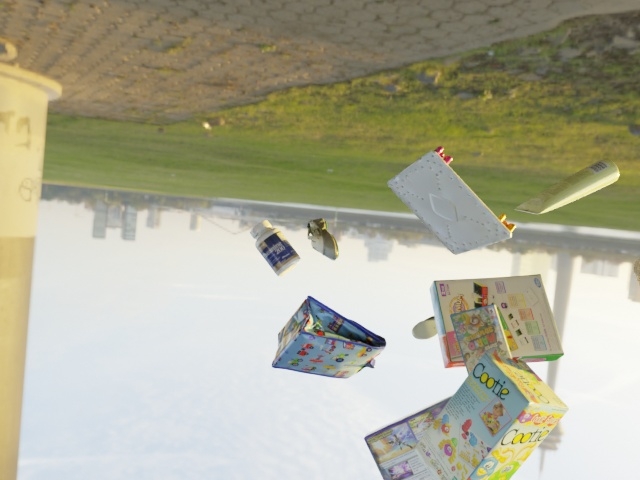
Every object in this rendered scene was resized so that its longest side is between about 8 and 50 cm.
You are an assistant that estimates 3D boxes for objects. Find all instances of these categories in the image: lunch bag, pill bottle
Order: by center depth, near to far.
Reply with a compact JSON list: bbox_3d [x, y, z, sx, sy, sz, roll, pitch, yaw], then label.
[{"bbox_3d":[-0.103,0.015,1.273,0.067,0.120,0.067,-37,170,-7],"label":"pill bottle"},{"bbox_3d":[0.038,0.321,1.691,0.293,0.138,0.221,24,134,-13],"label":"lunch bag"}]

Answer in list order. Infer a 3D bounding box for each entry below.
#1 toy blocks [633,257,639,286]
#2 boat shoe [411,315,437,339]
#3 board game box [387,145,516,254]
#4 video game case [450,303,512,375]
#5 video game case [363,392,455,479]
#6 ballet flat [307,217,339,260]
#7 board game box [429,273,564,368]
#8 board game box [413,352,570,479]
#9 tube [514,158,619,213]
[{"bbox_3d":[0.705,0.102,1.170,0.148,0.054,0.123,30,-158,-51],"label":"toy blocks"},{"bbox_3d":[0.378,0.302,1.980,0.183,0.065,0.083,-16,171,-28],"label":"boat shoe"},{"bbox_3d":[0.454,-0.130,2.036,0.390,0.050,0.390,46,162,-3],"label":"board game box"},{"bbox_3d":[0.407,0.254,1.440,0.119,0.166,0.015,-19,174,29],"label":"video game case"},{"bbox_3d":[0.285,0.561,1.467,0.269,0.244,0.061,-28,170,11],"label":"video game case"},{"bbox_3d":[0.000,0.000,1.604,0.068,0.072,0.213,-4,-154,-9],"label":"ballet flat"},{"bbox_3d":[0.481,0.221,1.583,0.317,0.242,0.064,-2,152,-5],"label":"board game box"},{"bbox_3d":[0.347,0.390,1.181,0.142,0.275,0.144,17,-157,-34],"label":"board game box"},{"bbox_3d":[0.574,-0.115,1.325,0.240,0.062,0.070,-25,154,-10],"label":"tube"}]
